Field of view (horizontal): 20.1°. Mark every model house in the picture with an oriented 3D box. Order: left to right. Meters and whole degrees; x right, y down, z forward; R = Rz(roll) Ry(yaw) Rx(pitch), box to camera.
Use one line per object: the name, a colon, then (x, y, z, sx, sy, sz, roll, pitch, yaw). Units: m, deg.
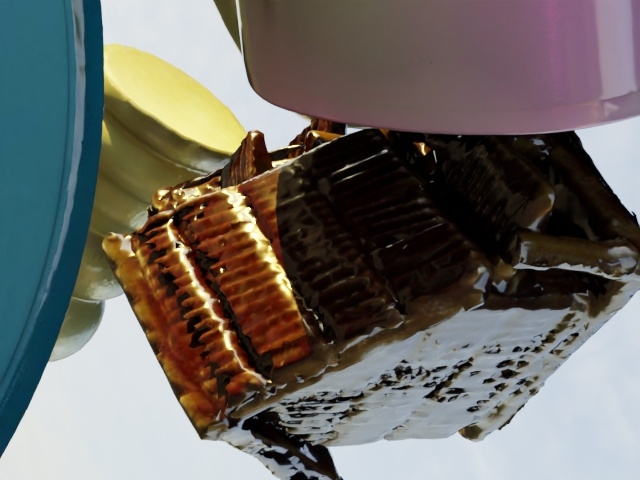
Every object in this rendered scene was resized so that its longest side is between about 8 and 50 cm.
model house: (0.000, 0.000, 1.186, 0.317, 0.282, 0.297, 63, -35, 39)

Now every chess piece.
chess piece: (-0.181, -0.014, 1.415, 0.251, 0.144, 0.144, -53, -136, 18)

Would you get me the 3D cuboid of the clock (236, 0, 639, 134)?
clock: (0.111, -0.174, 1.093, 0.338, 0.338, 0.102, 41, -36, 56)

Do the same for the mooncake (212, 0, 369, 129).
mooncake: (0.074, -0.250, 1.483, 0.351, 0.351, 0.187, 41, -19, 56)

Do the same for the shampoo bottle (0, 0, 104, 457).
shampoo bottle: (-0.300, -0.050, 0.539, 0.342, 0.331, 0.331, 8, -66, 33)
